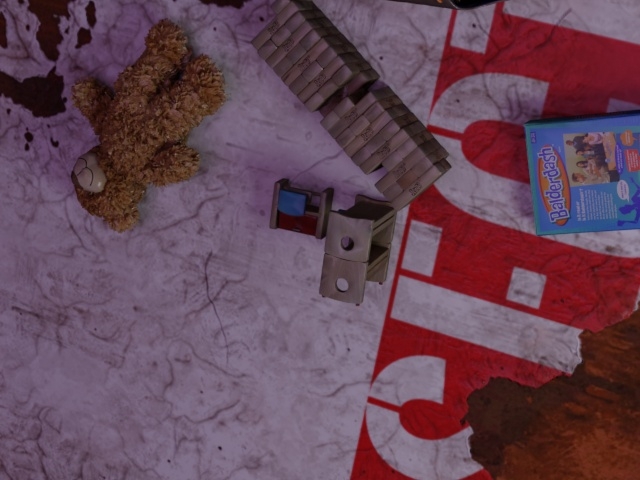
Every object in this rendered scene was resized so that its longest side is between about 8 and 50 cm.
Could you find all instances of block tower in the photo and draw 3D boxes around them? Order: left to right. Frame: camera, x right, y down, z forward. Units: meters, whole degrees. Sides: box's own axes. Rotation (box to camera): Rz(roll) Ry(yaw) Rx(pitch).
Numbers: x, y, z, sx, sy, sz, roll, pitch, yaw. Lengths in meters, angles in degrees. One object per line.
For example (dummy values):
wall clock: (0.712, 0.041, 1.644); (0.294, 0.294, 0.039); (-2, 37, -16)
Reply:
block tower: (0.042, -0.200, 1.858); (0.097, 0.091, 0.335); (-41, 85, 24)

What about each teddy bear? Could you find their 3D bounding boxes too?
teddy bear: (-0.277, -0.172, 1.978); (0.338, 0.113, 0.245); (-33, 87, 24)

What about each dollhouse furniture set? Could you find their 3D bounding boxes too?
dollhouse furniture set: (0.000, 0.000, 1.900); (0.183, 0.129, 0.129); (13, 107, 17)

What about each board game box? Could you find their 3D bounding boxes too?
board game box: (0.390, -0.093, 1.771); (0.210, 0.047, 0.160); (-3, 102, 21)

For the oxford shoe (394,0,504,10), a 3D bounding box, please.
oxford shoe: (0.151, -0.371, 1.738); (0.363, 0.133, 0.130); (-1, 121, 22)
